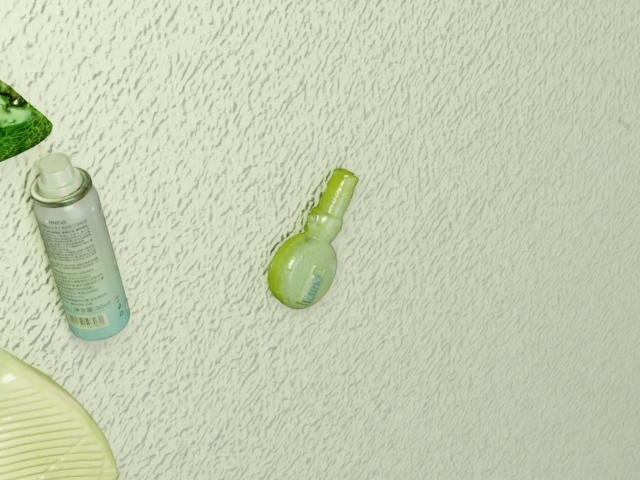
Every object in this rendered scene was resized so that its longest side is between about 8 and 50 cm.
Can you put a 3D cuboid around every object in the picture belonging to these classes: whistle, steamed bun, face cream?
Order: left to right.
[{"bbox_3d":[-0.350,0.221,1.623,0.170,0.152,0.239,-43,123,-11],"label":"steamed bun"},{"bbox_3d":[-0.270,0.005,1.622,0.075,0.075,0.229,-33,135,-29],"label":"face cream"},{"bbox_3d":[0.000,0.000,1.918,0.104,0.057,0.198,20,99,-51],"label":"whistle"}]

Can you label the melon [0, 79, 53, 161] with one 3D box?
[{"bbox_3d":[-0.366,-0.128,1.364,0.129,0.169,0.265,-53,139,-6],"label":"melon"}]
